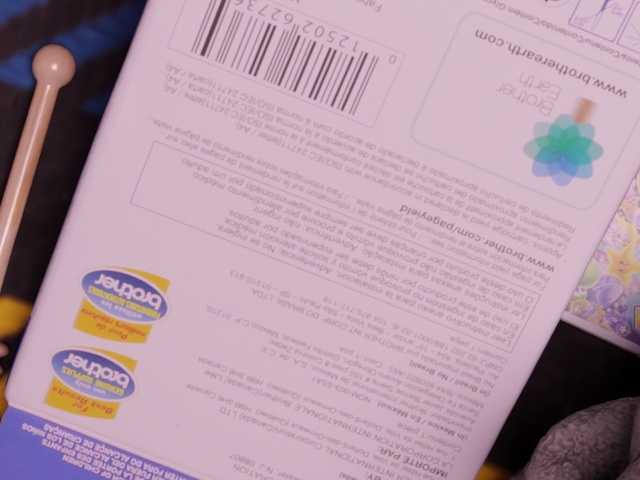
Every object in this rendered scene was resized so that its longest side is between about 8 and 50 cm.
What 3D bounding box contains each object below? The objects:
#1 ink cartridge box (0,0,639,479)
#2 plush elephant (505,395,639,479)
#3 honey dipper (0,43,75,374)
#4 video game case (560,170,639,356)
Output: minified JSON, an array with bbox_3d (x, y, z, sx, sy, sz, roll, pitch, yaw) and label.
[{"bbox_3d":[0.000,0.000,0.737,0.186,0.065,0.311,22,115,-5],"label":"ink cartridge box"},{"bbox_3d":[0.195,0.140,0.714,0.272,0.330,0.255,1,117,-2],"label":"plush elephant"},{"bbox_3d":[-0.128,-0.002,0.787,0.030,0.030,0.160,15,84,-5],"label":"honey dipper"},{"bbox_3d":[0.122,-0.005,0.816,0.122,0.011,0.087,25,88,-5],"label":"video game case"}]
